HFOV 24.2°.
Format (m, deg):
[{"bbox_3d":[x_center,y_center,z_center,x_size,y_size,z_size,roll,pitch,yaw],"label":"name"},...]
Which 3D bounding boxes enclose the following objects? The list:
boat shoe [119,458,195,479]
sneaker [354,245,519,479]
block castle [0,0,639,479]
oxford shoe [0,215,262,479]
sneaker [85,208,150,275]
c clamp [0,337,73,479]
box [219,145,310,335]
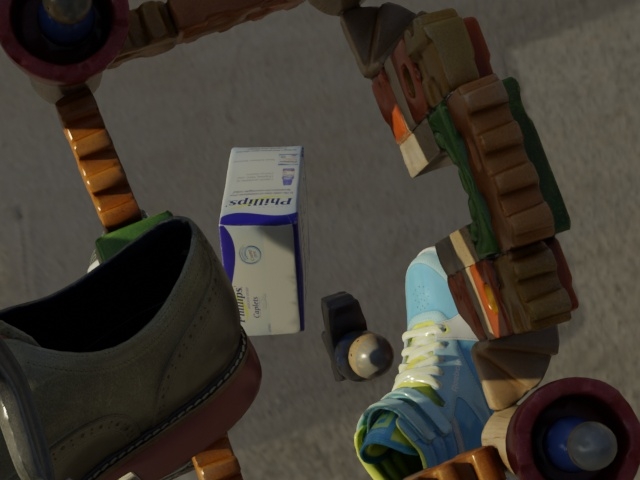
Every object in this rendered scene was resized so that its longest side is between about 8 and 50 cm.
[{"bbox_3d":[-0.222,0.192,1.434,0.132,0.355,0.130,-17,82,-39],"label":"boat shoe"},{"bbox_3d":[0.120,0.161,1.755,0.127,0.208,0.319,-27,72,46],"label":"sneaker"},{"bbox_3d":[0.000,0.000,0.980,0.303,0.213,0.453,-20,86,-10],"label":"block castle"},{"bbox_3d":[-0.185,0.106,0.792,0.123,0.130,0.348,23,48,38],"label":"oxford shoe"},{"bbox_3d":[-0.171,0.003,1.391,0.166,0.065,0.076,-18,55,53],"label":"sneaker"},{"bbox_3d":[-0.137,0.084,0.597,0.022,0.160,0.137,-24,66,14],"label":"c clamp"},{"bbox_3d":[-0.049,-0.001,1.383,0.072,0.126,0.137,-1,34,4],"label":"box"}]
